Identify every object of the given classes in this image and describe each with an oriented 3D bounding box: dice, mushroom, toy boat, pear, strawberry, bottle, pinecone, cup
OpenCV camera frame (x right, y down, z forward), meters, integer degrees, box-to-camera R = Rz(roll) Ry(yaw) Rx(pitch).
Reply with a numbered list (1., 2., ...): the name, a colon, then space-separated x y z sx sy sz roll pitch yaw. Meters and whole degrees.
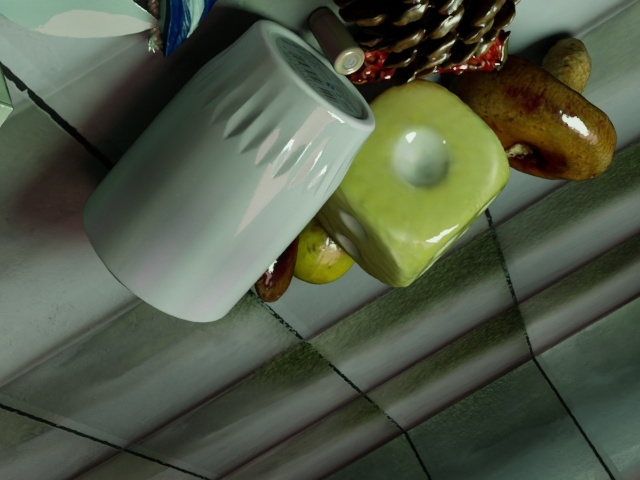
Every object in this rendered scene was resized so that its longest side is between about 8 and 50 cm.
1. dice: 0.130 -0.084 1.226 0.238 0.227 0.233 -42 170 -13
2. mushroom: -0.140 -0.025 1.279 0.217 0.227 0.148 10 177 3
3. toy boat: -0.237 -0.292 0.854 0.291 0.070 0.210 -1 137 -33
4. pear: 0.000 0.000 1.391 0.148 0.149 0.162 -6 146 -33
5. strawberry: 0.144 -0.284 1.124 0.236 0.190 0.111 -9 105 -11
6. bottle: 0.019 -0.266 1.064 0.045 0.096 0.045 -21 147 -14
7. mushroom: 0.335 -0.222 1.277 0.267 0.255 0.267 0 172 0
8. pinecone: 0.115 -0.315 0.951 0.224 0.224 0.272 -41 125 20
9. cup: -0.119 -0.086 1.068 0.371 0.253 0.253 -44 146 22

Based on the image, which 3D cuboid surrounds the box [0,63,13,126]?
1. box: -0.442 -0.122 0.875 0.225 0.129 0.086 -44 145 23
